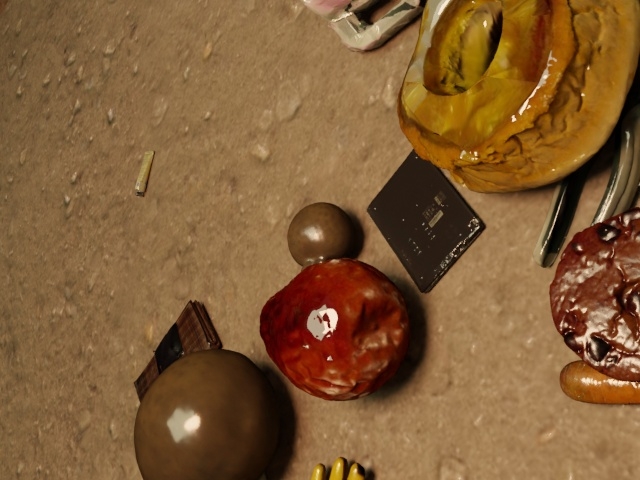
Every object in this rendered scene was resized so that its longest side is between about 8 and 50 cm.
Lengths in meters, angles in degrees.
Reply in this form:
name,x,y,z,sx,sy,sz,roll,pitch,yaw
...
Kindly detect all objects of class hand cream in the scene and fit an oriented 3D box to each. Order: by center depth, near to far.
name,x,y,z,sx,sy,sz,roll,pitch,yaw
hand cream,-0.382,-0.145,1.677,0.035,0.022,0.102,-2,72,48

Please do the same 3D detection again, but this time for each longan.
name,x,y,z,sx,sy,sz,roll,pitch,yaw
longan,0.000,0.000,1.143,0.106,0.106,0.119,-22,42,43
longan,-0.175,0.286,1.176,0.248,0.248,0.248,-17,67,45

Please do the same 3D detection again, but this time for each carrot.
name,x,y,z,sx,sy,sz,roll,pitch,yaw
carrot,0.332,0.146,0.776,0.191,0.047,0.047,-4,76,45

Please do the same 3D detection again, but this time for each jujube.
name,x,y,z,sx,sy,sz,roll,pitch,yaw
jujube,0.010,0.121,1.062,0.255,0.190,0.189,-4,75,65

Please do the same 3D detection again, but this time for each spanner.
name,x,y,z,sx,sy,sz,roll,pitch,yaw
spanner,0.326,-0.112,0.861,0.096,0.040,0.324,26,100,49

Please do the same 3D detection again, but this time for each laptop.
name,x,y,z,sx,sy,sz,roll,pitch,yaw
laptop,0.138,-0.032,1.067,0.129,0.016,0.180,-52,45,23

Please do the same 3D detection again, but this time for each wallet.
name,x,y,z,sx,sy,sz,roll,pitch,yaw
wallet,-0.268,0.229,1.424,0.230,0.042,0.124,-55,47,24

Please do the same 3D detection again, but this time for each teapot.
name,x,y,z,sx,sy,sz,roll,pitch,yaw
teapot,0.061,-0.411,1.190,0.178,0.222,0.163,-47,9,41

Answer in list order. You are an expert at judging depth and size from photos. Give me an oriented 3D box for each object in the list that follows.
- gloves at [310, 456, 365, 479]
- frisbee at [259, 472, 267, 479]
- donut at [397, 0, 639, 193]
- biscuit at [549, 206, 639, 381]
name,x,y,z,sx,sy,sz,roll,pitch,yaw
gloves,-0.013,0.430,1.046,0.133,0.116,0.294,25,92,41
frisbee,-0.121,0.399,1.229,0.110,0.014,0.110,-17,66,45
donut,0.209,-0.213,0.909,0.330,0.160,0.329,-45,37,49
biscuit,0.326,0.051,0.772,0.192,0.049,0.192,-12,62,24
